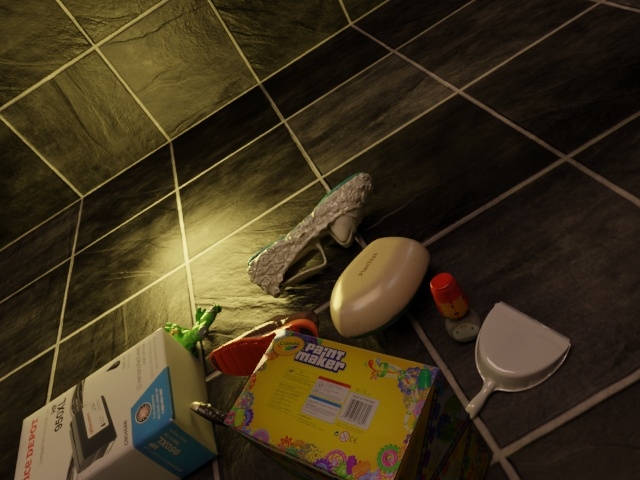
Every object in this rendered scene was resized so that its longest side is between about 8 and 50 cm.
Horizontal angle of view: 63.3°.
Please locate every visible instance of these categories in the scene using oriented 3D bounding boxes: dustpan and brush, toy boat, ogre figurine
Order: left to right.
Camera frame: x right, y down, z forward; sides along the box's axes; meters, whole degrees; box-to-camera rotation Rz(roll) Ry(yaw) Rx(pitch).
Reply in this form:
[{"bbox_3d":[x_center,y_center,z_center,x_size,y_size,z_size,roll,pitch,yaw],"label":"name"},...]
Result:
[{"bbox_3d":[-0.339,0.242,1.324,0.196,0.097,0.118,-16,20,-1],"label":"ogre figurine"},{"bbox_3d":[0.170,0.118,1.057,0.318,0.148,0.267,8,49,51],"label":"toy boat"},{"bbox_3d":[0.309,0.224,0.897,0.211,0.060,0.147,-42,50,-21],"label":"dustpan and brush"}]

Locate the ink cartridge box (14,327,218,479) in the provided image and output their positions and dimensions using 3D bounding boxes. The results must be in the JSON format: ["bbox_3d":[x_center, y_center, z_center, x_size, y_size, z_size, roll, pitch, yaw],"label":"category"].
[{"bbox_3d":[-0.448,0.427,1.134,0.394,0.166,0.285,-34,37,1],"label":"ink cartridge box"}]

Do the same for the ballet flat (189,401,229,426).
[{"bbox_3d":[-0.182,0.357,1.061,0.173,0.057,0.049,15,71,4],"label":"ballet flat"}]

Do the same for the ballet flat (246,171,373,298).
[{"bbox_3d":[0.000,0.000,1.329,0.409,0.147,0.147,-39,37,-2],"label":"ballet flat"}]

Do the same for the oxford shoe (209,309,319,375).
[{"bbox_3d":[-0.124,0.233,1.188,0.271,0.097,0.098,-19,20,13],"label":"oxford shoe"}]

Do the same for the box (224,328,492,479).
[{"bbox_3d":[0.065,0.305,0.795,0.289,0.279,0.177,6,52,39],"label":"box"}]
